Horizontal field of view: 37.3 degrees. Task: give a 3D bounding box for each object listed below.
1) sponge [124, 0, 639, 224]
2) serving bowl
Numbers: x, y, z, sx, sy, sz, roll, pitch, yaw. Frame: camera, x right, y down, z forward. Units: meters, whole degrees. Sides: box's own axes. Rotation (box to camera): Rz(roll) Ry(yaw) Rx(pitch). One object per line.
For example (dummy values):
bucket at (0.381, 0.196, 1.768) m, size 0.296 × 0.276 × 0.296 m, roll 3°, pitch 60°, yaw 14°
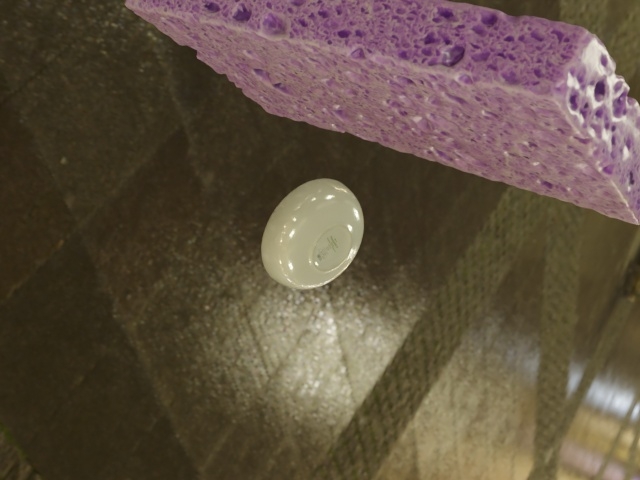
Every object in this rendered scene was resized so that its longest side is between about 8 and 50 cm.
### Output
sponge at (0.029, -0.067, 0.398) m, size 0.117 × 0.210 × 0.031 m, roll 32°, pitch 81°, yaw -55°
serving bowl at (0.000, 0.000, 0.661) m, size 0.083 × 0.027 × 0.083 m, roll -22°, pitch 128°, yaw -30°
